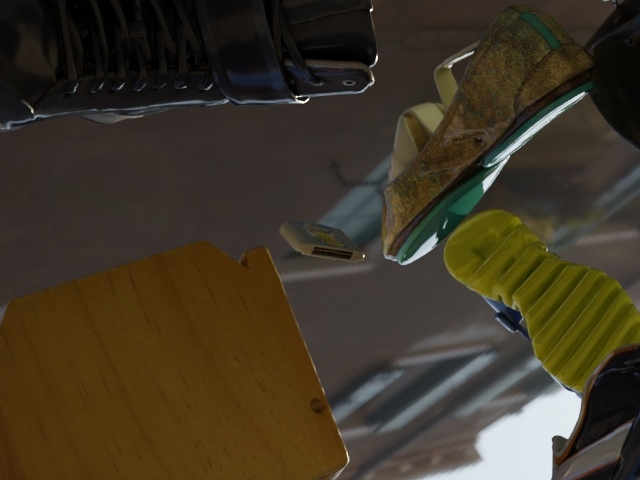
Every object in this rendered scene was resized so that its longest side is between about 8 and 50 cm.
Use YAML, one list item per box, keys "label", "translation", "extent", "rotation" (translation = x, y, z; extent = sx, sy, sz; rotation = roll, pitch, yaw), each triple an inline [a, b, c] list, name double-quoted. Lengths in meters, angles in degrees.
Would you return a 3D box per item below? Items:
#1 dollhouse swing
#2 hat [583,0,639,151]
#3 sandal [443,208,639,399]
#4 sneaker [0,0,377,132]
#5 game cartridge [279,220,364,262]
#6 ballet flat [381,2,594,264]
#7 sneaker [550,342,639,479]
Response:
- label: "dollhouse swing"
  translation: [-0.212, 0.211, 1.522]
  extent: [0.346, 0.305, 0.315]
  rotation: [-19, -94, -38]
- label: "hat"
  translation: [0.312, -0.140, 1.416]
  extent: [0.331, 0.134, 0.331]
  rotation: [49, -167, -15]
- label: "sandal"
  translation: [0.272, 0.086, 1.797]
  extent: [0.138, 0.126, 0.317]
  rotation: [48, -179, -44]
- label: "sneaker"
  translation: [-0.066, -0.098, 0.713]
  extent: [0.226, 0.163, 0.086]
  rotation: [-16, -81, -72]
- label: "game cartridge"
  translation: [0.000, 0.000, 1.692]
  extent: [0.083, 0.017, 0.056]
  rotation: [9, -158, -37]
- label: "ballet flat"
  translation: [0.130, -0.100, 1.483]
  extent: [0.123, 0.348, 0.123]
  rotation: [11, -120, -19]
- label: "sneaker"
  translation: [0.253, 0.098, 0.992]
  extent: [0.126, 0.321, 0.127]
  rotation: [19, -138, -36]
